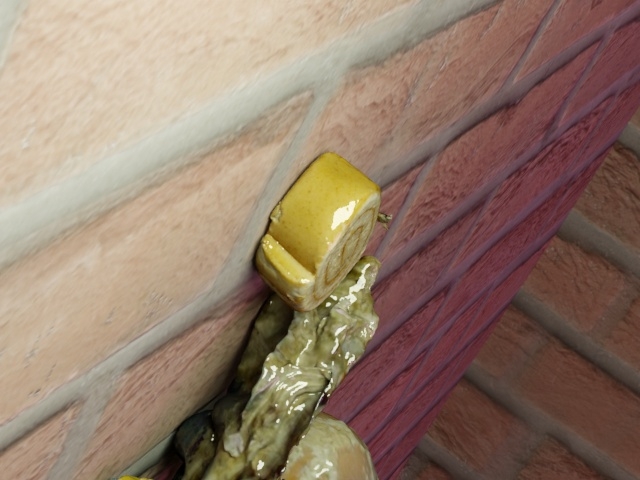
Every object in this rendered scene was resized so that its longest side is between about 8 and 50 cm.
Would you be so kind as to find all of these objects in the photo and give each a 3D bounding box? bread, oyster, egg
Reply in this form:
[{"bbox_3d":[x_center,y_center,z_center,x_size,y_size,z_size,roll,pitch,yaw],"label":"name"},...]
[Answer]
[{"bbox_3d":[0.000,0.000,1.358,0.122,0.073,0.149,-48,166,-19],"label":"bread"},{"bbox_3d":[-0.060,0.166,1.475,0.361,0.096,0.221,-53,-164,11],"label":"oyster"},{"bbox_3d":[-0.037,0.276,1.675,0.203,0.203,0.245,-44,176,-38],"label":"egg"}]

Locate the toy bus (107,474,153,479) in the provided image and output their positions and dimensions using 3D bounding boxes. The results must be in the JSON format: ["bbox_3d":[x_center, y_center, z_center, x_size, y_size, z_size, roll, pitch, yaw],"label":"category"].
[{"bbox_3d":[-0.235,0.341,1.309,0.335,0.121,0.123,-49,160,-20],"label":"toy bus"}]
